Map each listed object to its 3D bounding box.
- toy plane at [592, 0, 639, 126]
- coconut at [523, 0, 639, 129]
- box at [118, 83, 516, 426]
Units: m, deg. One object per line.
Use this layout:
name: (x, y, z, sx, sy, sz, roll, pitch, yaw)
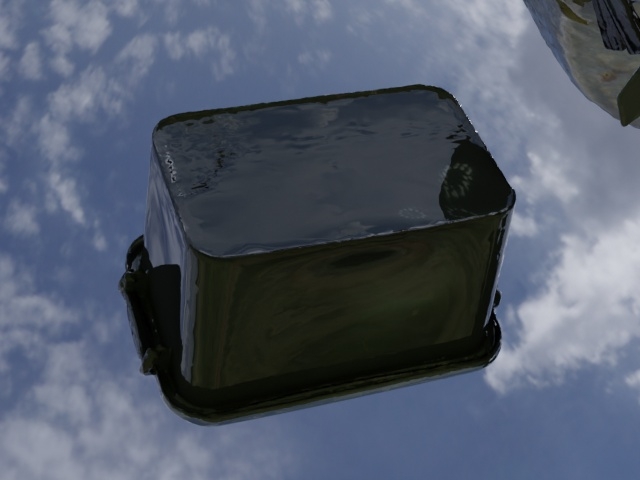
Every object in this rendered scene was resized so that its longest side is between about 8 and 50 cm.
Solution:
toy plane: (0.114, -0.142, 0.416, 0.078, 0.053, 0.197, -33, -64, -17)
coconut: (0.299, -0.263, 0.737, 0.346, 0.346, 0.360, 22, -108, -12)
box: (0.000, 0.000, 0.688, 0.243, 0.163, 0.135, -9, -41, -16)
